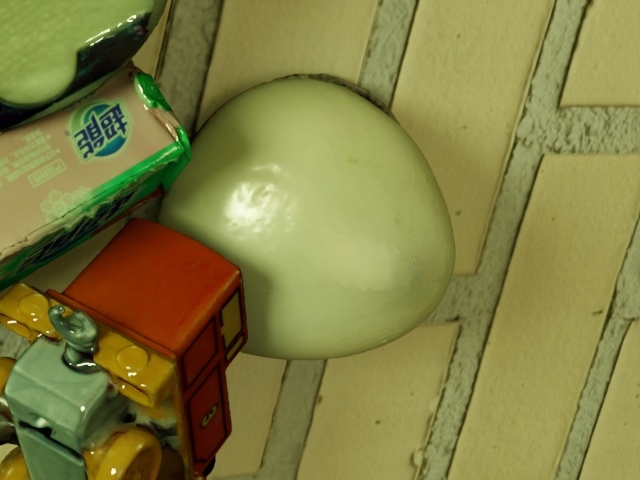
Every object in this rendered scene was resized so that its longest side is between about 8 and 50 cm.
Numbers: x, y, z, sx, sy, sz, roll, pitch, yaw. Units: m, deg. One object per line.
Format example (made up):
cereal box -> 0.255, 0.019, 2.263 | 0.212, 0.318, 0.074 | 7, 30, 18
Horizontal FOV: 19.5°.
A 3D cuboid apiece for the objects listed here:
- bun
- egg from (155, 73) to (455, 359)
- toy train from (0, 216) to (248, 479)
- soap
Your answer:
bun -> -0.254, -0.219, 1.312 | 0.293, 0.187, 0.293 | -14, 140, -12
egg -> 0.003, -0.004, 1.649 | 0.286, 0.174, 0.264 | 15, 100, -40
toy train -> -0.163, 0.138, 1.553 | 0.231, 0.163, 0.369 | -49, 156, -29
soap -> -0.246, -0.022, 1.445 | 0.273, 0.218, 0.098 | -32, 89, -21
